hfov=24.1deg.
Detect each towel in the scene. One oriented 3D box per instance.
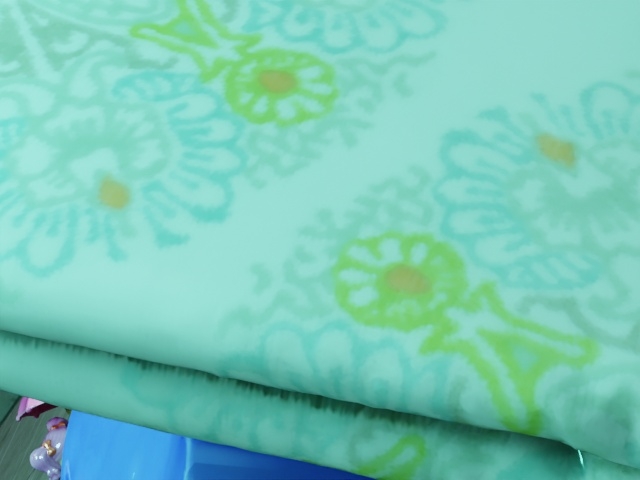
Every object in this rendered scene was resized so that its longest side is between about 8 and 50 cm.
[{"bbox_3d":[0.021,-0.053,0.586,0.090,0.374,0.320,85,-159,-47],"label":"towel"}]

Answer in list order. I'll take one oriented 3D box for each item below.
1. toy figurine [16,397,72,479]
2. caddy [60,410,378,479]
[{"bbox_3d":[-0.184,0.181,1.252,0.130,0.159,0.173,-40,22,43],"label":"toy figurine"},{"bbox_3d":[-0.008,0.076,0.752,0.341,0.179,0.241,-171,94,-71],"label":"caddy"}]
